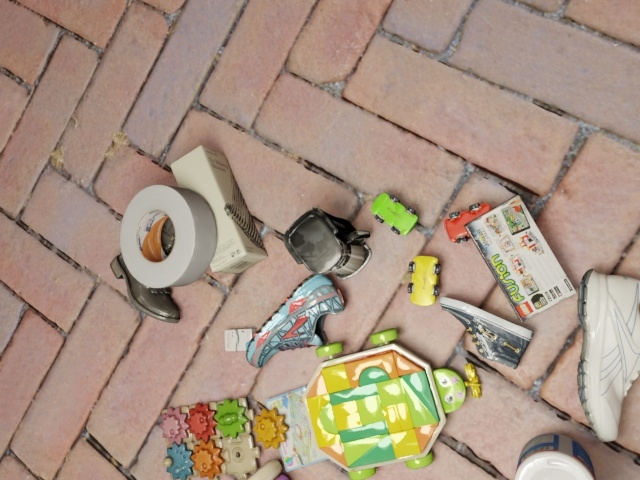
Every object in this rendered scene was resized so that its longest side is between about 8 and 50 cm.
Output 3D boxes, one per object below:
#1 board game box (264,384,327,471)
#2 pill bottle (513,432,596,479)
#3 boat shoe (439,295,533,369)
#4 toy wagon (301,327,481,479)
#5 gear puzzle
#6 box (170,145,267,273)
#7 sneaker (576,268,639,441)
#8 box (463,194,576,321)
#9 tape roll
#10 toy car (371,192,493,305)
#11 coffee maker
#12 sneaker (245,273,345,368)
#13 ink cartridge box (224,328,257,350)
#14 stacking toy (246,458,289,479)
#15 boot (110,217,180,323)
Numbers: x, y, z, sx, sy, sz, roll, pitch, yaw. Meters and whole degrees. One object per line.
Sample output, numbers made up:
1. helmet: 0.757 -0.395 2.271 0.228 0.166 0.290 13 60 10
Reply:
1. board game box: -0.047 0.396 1.293 0.103 0.026 0.154 -23 77 18
2. pill bottle: 0.391 0.391 1.017 0.124 0.221 0.124 -3 83 22
3. boat shoe: 0.301 0.173 1.160 0.183 0.065 0.083 23 91 21
4. toy wagon: 0.139 0.311 1.193 0.344 0.068 0.267 -17 84 15
5. gear puzzle: -0.217 0.435 1.329 0.339 0.044 0.176 -15 79 25
6. box: -0.227 -0.066 1.369 0.094 0.113 0.275 -28 76 17
7. sneaker: 0.512 0.199 1.056 0.129 0.111 0.297 3 86 16
8. box: 0.367 0.032 1.131 0.114 0.036 0.207 -30 89 9
9. tape roll: -0.329 -0.008 1.316 0.219 0.072 0.219 -1 88 31
10. toy car: 0.202 -0.016 1.226 0.225 0.053 0.239 39 98 21
11. coffee maker: 0.000 0.000 1.236 0.171 0.178 0.120 28 94 22
12. sneaker: -0.051 0.191 1.276 0.125 0.104 0.262 44 109 9
13. ink cartridge box: -0.183 0.222 1.364 0.083 0.028 0.048 -7 82 21
14. stacking toy: -0.043 0.612 1.225 0.141 0.141 0.330 -44 77 12
15. boot: -0.364 0.036 1.422 0.263 0.091 0.229 43 101 22
